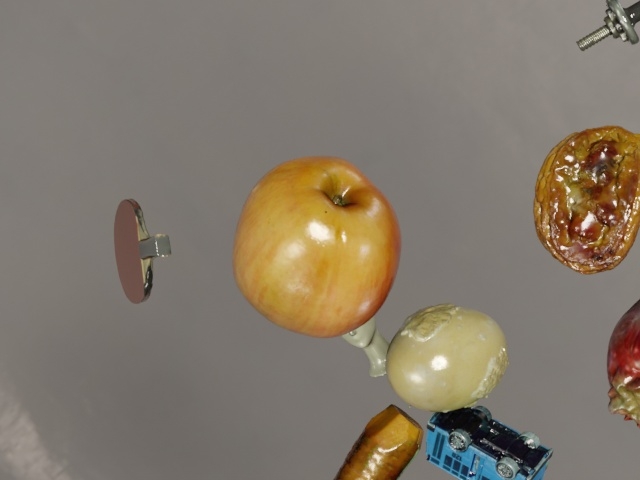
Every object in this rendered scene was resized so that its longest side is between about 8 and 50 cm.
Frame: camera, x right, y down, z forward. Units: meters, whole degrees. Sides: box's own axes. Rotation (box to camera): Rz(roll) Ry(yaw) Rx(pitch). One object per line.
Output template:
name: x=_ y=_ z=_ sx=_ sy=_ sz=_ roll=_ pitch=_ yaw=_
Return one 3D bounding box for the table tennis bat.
table tennis bat: x=-0.220 y=0.011 z=1.500 sx=0.019 sy=0.220 sz=0.130 roll=-8 pitch=89 yaw=-23

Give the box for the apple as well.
apple: x=0.000 y=0.000 z=1.684 sx=0.242 sy=0.241 sz=0.242 roll=10 pitch=55 yaw=-15

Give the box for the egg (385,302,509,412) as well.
egg: x=0.191 y=0.175 z=1.858 sx=0.201 sy=0.164 sz=0.164 roll=-16 pitch=62 yaw=-30

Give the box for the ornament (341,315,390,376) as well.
ornament: x=0.065 y=0.143 z=1.982 sx=0.156 sy=0.075 sz=0.081 roll=54 pitch=23 yaw=-16

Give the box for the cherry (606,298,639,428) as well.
cherry: x=0.451 y=0.127 z=1.480 sx=0.175 sy=0.192 sz=0.249 roll=34 pitch=62 yaw=-12

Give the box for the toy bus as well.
toy bus: x=0.256 y=0.333 z=1.920 sx=0.185 sy=0.106 sz=0.090 roll=28 pitch=43 yaw=25

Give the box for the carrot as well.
carrot: x=0.026 y=0.307 z=1.415 sx=0.070 sy=0.260 sz=0.070 roll=34 pitch=4 yaw=-3

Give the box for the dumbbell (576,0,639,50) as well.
dumbbell: x=0.478 y=-0.342 z=1.744 sx=0.110 sy=0.254 sz=0.110 roll=54 pitch=16 yaw=-23

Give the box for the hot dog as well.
hot dog: x=0.394 y=-0.065 z=1.771 sx=0.099 sy=0.161 sz=0.226 roll=40 pitch=56 yaw=-60
